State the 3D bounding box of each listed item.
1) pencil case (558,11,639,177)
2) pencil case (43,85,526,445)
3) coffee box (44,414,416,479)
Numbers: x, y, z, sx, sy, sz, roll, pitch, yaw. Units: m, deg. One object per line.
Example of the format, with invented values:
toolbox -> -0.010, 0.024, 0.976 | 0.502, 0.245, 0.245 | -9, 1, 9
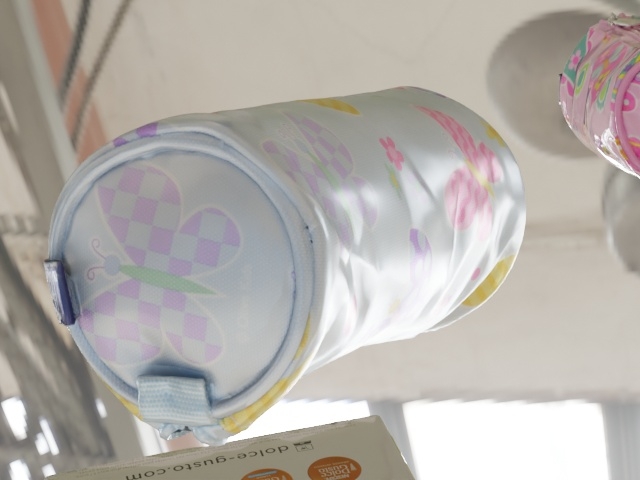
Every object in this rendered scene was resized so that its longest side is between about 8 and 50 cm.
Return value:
pencil case -> 0.257, -0.112, 1.324 | 0.124, 0.124, 0.284 | -11, -169, 2
pencil case -> 0.000, 0.000, 0.735 | 0.113, 0.124, 0.273 | -13, -177, 25
coffee box -> -0.048, 0.409, 1.585 | 0.337, 0.338, 0.334 | -10, -154, -10
